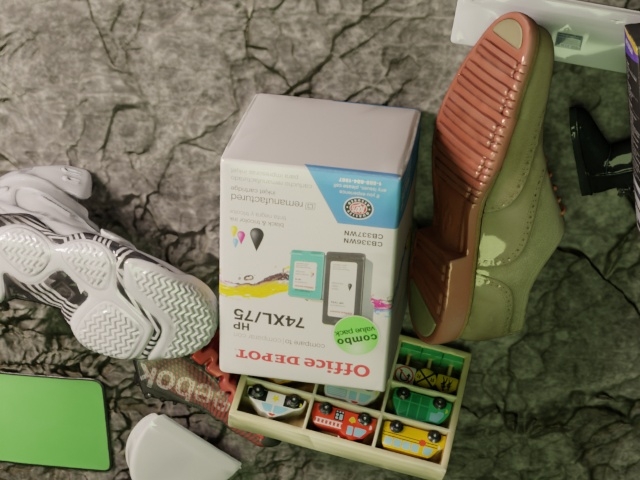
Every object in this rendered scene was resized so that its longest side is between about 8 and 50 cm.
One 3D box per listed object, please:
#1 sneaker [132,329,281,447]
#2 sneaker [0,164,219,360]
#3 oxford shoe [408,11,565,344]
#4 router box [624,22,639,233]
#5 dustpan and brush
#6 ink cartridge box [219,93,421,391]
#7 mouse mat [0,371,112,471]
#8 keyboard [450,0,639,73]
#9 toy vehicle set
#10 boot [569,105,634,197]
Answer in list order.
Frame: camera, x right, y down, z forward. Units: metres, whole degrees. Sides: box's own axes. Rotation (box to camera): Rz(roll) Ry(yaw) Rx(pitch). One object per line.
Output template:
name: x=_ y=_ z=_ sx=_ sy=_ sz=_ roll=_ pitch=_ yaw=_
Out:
sneaker: x=-0.156 y=0.168 z=1.745 sx=0.135 sy=0.097 sz=0.276 roll=-37 pitch=103 yaw=24
sneaker: x=-0.274 y=0.011 z=1.617 sx=0.366 sy=0.210 sz=0.137 roll=15 pitch=118 yaw=7
oxford shoe: x=0.208 y=-0.066 z=1.562 sx=0.146 sy=0.140 sz=0.397 roll=2 pitch=119 yaw=-21
router box: x=0.487 y=-0.126 z=1.463 sx=0.309 sy=0.081 sz=0.243 roll=-8 pitch=115 yaw=5
dustpan and brush: x=-0.224 y=0.316 z=1.863 sx=0.147 sy=0.060 sz=0.211 roll=36 pitch=111 yaw=-22
ink cartridge box: x=0.000 y=0.000 z=1.572 sx=0.198 sy=0.197 sz=0.270 roll=6 pitch=118 yaw=8
mouse mat: x=-0.378 y=0.246 z=1.877 sx=0.189 sy=0.007 sz=0.152 roll=4 pitch=117 yaw=10
keyboard: x=0.274 y=-0.228 z=1.513 sx=0.256 sy=0.014 sz=0.072 roll=11 pitch=123 yaw=5
toy vehicle set: x=0.038 y=0.181 z=1.679 sx=0.267 sy=0.166 sz=0.035 roll=14 pitch=147 yaw=2
boot: x=0.334 y=-0.103 z=1.546 sx=0.099 sy=0.045 sz=0.121 roll=-9 pitch=120 yaw=15
